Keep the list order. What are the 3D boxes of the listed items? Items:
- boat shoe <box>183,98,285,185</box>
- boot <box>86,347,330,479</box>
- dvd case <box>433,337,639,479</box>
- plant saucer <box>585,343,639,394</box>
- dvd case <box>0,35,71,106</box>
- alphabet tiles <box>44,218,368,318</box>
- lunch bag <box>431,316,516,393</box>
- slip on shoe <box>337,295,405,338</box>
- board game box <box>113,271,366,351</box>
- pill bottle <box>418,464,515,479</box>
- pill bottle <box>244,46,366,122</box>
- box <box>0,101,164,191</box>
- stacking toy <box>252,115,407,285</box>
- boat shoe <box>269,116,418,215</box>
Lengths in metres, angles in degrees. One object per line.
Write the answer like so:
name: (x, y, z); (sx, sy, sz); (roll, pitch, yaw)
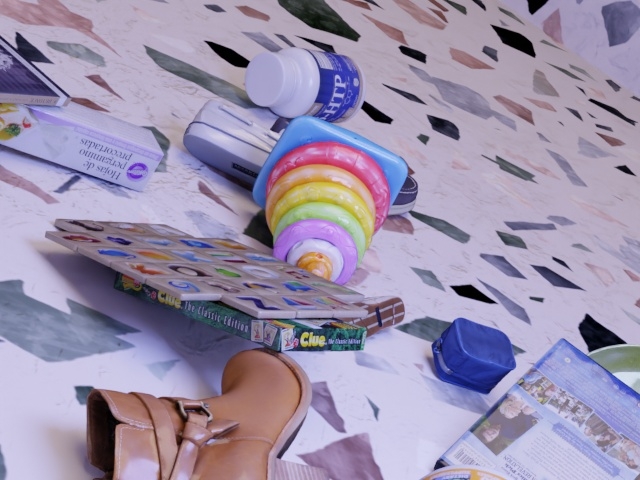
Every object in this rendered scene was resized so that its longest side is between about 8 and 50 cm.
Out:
boat shoe: (-0.056, -0.113, 2.198); (0.258, 0.095, 0.084); (28, 65, -4)
boot: (-0.120, 0.178, 1.522); (0.220, 0.109, 0.283); (15, 32, -22)
dvd case: (0.269, 0.232, 1.800); (0.180, 0.022, 0.253); (37, 52, 19)
plant saucer: (0.365, 0.237, 1.870); (0.241, 0.241, 0.037); (36, -20, 18)
dvd case: (-0.414, -0.210, 1.880); (0.164, 0.018, 0.221); (40, 21, 23)
alphabet tiles: (-0.126, 0.030, 1.794); (0.342, 0.011, 0.285); (22, 13, 40)
lunch bag: (0.183, 0.144, 1.991); (0.098, 0.065, 0.067); (20, 39, -23)
slip on shoe: (0.049, 0.093, 1.978); (0.041, 0.051, 0.135); (-5, 6, 40)
board game box: (-0.089, 0.073, 1.741); (0.259, 0.030, 0.136); (18, 12, 40)
pill bottle: (0.113, 0.316, 1.403); (0.152, 0.152, 0.272); (30, 21, 3)
pill bottle: (-0.026, -0.245, 2.536); (0.186, 0.112, 0.112); (1, 35, -49)
box: (-0.344, -0.143, 1.954); (0.324, 0.063, 0.067); (19, 25, -35)
stacking toy: (0.000, 0.000, 2.006); (0.175, 0.166, 0.302); (24, 33, -11)
boat shoe: (0.036, -0.110, 2.337); (0.285, 0.092, 0.103); (14, 26, -33)
